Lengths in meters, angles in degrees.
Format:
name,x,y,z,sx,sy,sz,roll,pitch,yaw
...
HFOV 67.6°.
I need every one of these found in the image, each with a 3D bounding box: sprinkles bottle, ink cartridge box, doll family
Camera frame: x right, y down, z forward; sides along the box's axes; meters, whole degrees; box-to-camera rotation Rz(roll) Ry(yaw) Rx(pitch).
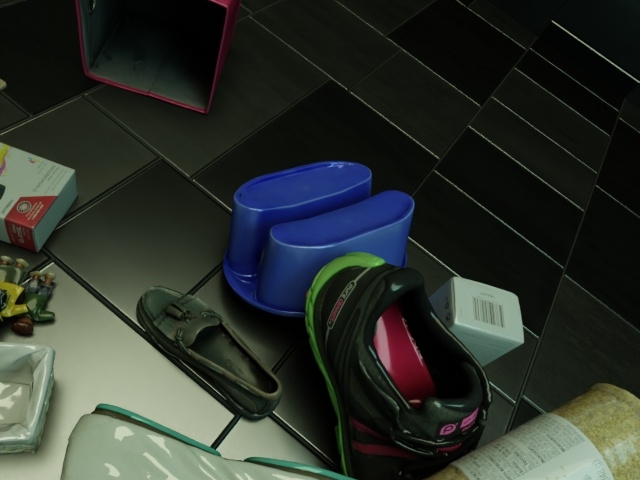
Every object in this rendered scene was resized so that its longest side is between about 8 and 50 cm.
name,x,y,z,sx,sy,sz,roll,pitch,yaw
sprinkles bottle,0.209,0.281,0.524,0.356,0.121,0.121,-20,67,-15
ink cartridge box,-0.490,-0.076,0.730,0.175,0.072,0.127,21,53,-10
doll family,-0.466,0.074,0.644,0.193,0.076,0.111,11,59,-10

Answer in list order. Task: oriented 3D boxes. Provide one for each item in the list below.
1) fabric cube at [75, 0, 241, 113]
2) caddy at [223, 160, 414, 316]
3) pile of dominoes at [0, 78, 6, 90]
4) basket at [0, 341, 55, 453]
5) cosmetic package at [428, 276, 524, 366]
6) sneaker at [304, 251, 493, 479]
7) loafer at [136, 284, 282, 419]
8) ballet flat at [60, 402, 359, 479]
name,x,y,z,sx,sy,sz,roll,pitch,yaw
fabric cube,-0.303,-0.463,0.955,0.259,0.254,0.258,15,54,-13
caddy,0.000,0.000,0.826,0.342,0.179,0.241,-19,43,-32
pile of dominoes,-0.690,-0.252,0.785,0.252,0.040,0.195,15,54,-14
basket,-0.413,0.189,0.565,0.168,0.103,0.113,8,55,-19
cosmetic package,0.200,0.157,0.763,0.118,0.231,0.085,18,53,-12
sneaker,0.125,0.247,0.635,0.185,0.202,0.482,-28,99,-30
loafer,-0.159,0.150,0.710,0.268,0.084,0.096,39,52,6
ballet flat,-0.120,0.320,0.580,0.401,0.139,0.139,17,53,-2
